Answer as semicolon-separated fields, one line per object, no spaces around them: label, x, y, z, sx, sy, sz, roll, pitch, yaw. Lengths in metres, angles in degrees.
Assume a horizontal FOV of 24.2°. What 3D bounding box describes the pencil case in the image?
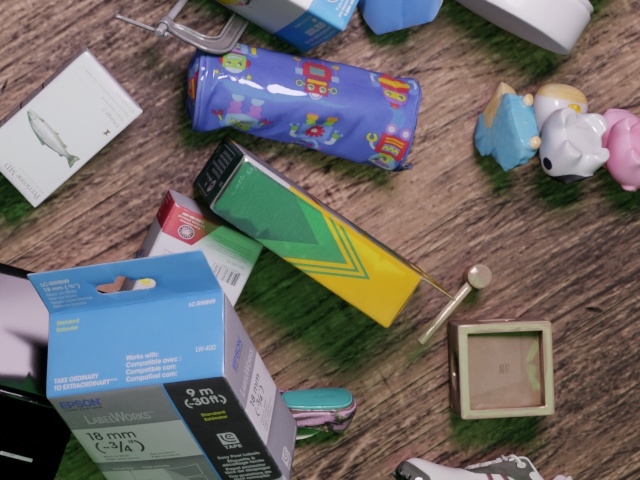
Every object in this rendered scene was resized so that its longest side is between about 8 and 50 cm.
pencil case;-0.023;-0.171;1.901;0.306;0.133;0.119;10;55;-13

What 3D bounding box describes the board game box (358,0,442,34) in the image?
board game box;0.113;-0.333;1.886;0.033;0.169;0.133;-2;87;-40

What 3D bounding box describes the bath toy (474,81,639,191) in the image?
bath toy;0.387;-0.122;1.984;0.348;0.129;0.151;11;61;-17

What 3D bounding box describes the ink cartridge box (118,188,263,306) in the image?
ink cartridge box;-0.172;0.046;1.906;0.128;0.127;0.176;26;95;-14

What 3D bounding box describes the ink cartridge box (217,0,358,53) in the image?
ink cartridge box;-0.058;-0.369;1.815;0.233;0.168;0.171;29;81;-14

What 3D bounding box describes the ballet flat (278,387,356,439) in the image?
ballet flat;-0.062;0.233;1.997;0.222;0.077;0.079;5;119;-12

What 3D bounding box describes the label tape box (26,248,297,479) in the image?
label tape box;-0.198;0.175;1.822;0.241;0.106;0.333;-9;133;19

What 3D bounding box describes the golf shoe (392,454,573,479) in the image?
golf shoe;0.226;0.341;2.063;0.273;0.105;0.120;25;79;-20

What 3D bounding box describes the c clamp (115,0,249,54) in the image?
c clamp;-0.160;-0.281;1.849;0.137;0.160;0.022;28;125;4

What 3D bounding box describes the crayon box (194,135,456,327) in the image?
crayon box;0.000;0.000;1.891;0.323;0.203;0.083;34;93;-14

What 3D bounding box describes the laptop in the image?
laptop;-0.428;0.176;1.943;0.234;0.136;0.264;17;122;-12

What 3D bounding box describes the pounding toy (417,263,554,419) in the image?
pounding toy;0.214;0.133;2.018;0.181;0.094;0.206;-3;92;-5

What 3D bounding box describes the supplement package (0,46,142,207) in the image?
supplement package;-0.324;-0.143;1.855;0.179;0.105;0.105;-42;105;0

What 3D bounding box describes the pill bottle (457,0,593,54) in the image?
pill bottle;0.323;-0.447;1.857;0.224;0.224;0.392;27;95;-14
